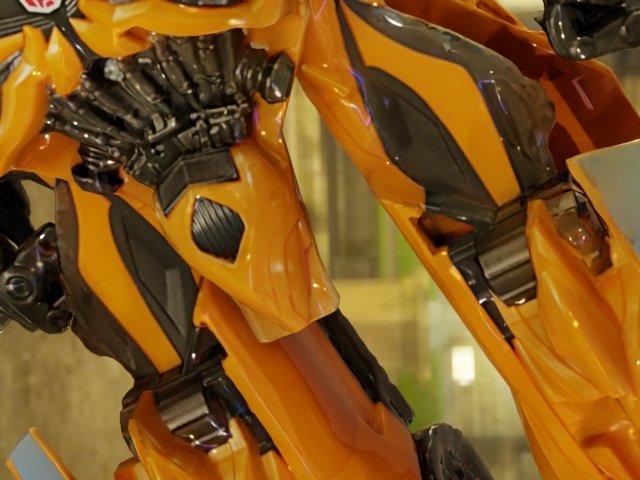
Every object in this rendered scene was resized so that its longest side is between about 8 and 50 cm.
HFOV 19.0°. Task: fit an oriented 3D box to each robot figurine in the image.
[{"bbox_3d":[0.000,0.000,0.413,0.291,0.211,0.085,54,24,-18],"label":"robot figurine"}]
